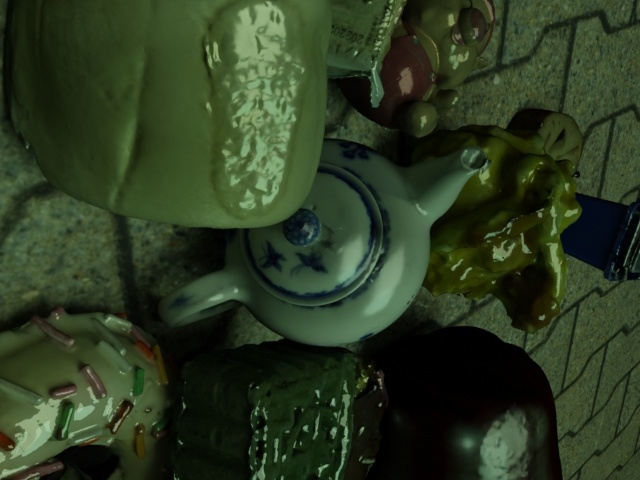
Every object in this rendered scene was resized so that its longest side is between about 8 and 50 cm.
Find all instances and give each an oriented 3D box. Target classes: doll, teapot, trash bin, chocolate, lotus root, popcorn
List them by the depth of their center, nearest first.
[{"bbox_3d":[0.000,0.000,0.911,0.424,0.252,0.280,-26,171,7],"label":"teapot"},{"bbox_3d":[0.140,-0.266,1.030,0.256,0.152,0.196,-46,146,-27],"label":"doll"},{"bbox_3d":[0.229,-0.032,1.186,0.325,0.321,0.290,71,36,-61],"label":"popcorn"},{"bbox_3d":[0.219,0.314,1.316,0.384,0.384,0.331,-22,109,-40],"label":"chocolate"},{"bbox_3d":[0.406,-0.164,1.449,0.261,0.074,0.170,-14,119,-42],"label":"lotus root"},{"bbox_3d":[0.552,-0.034,1.556,0.163,0.235,0.183,4,107,-51],"label":"trash bin"}]

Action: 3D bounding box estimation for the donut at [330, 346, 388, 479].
[{"bbox_3d":[-0.045,0.325,1.150,0.345,0.136,0.259,-26,128,-36],"label":"donut"}]

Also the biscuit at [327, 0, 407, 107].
[{"bbox_3d":[0.040,-0.324,0.880,0.079,0.186,0.309,-56,167,-84],"label":"biscuit"}]

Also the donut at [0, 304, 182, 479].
[{"bbox_3d":[-0.283,0.261,0.839,0.383,0.142,0.382,-26,128,-39],"label":"donut"}]

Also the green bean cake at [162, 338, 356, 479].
[{"bbox_3d":[-0.059,0.244,0.898,0.255,0.132,0.241,5,92,-59],"label":"green bean cake"}]

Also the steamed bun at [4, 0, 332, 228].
[{"bbox_3d":[-0.145,-0.147,0.723,0.272,0.273,0.290,-16,119,-25],"label":"steamed bun"}]
